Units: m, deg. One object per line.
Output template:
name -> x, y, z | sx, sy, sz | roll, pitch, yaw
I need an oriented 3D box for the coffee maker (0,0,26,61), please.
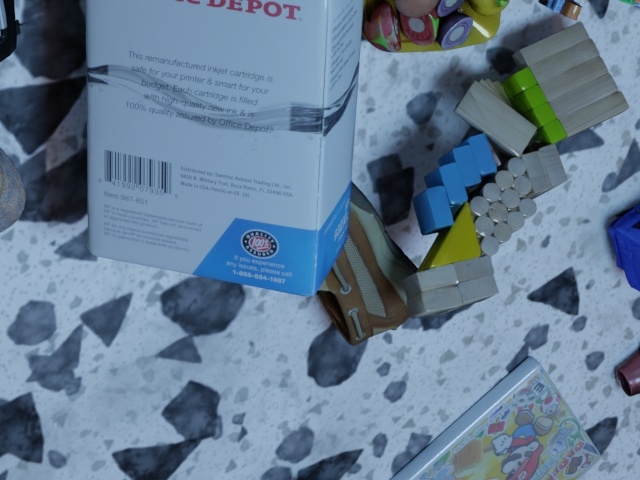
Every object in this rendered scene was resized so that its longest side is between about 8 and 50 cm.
coffee maker -> -0.313, -0.240, 1.547 | 0.120, 0.171, 0.178 | 2, 110, -2

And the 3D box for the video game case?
video game case -> 0.214, 0.275, 2.230 | 0.227, 0.026, 0.206 | -41, 130, -6

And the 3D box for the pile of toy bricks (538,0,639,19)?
pile of toy bricks -> 0.309, -0.274, 1.923 | 0.212, 0.105, 0.118 | 8, 111, -35

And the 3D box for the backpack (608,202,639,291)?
backpack -> 0.399, -0.008, 2.135 | 0.120, 0.101, 0.098 | -32, 130, -18

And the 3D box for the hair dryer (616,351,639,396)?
hair dryer -> 0.472, 0.091, 2.216 | 0.293, 0.080, 0.224 | -43, 146, 24

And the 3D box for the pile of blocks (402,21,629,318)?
pile of blocks -> 0.169, -0.069, 1.924 | 0.149, 0.112, 0.362 | 40, 68, -7

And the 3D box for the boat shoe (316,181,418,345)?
boat shoe -> 0.000, 0.000, 1.879 | 0.120, 0.122, 0.324 | -41, 129, -2

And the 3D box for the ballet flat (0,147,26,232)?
ballet flat -> -0.362, -0.079, 1.613 | 0.107, 0.106, 0.316 | -47, 131, 3

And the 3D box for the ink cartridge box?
ink cartridge box -> -0.086, -0.127, 1.674 | 0.129, 0.223, 0.307 | -55, 153, -58

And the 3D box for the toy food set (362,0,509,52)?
toy food set -> 0.107, -0.235, 1.841 | 0.218, 0.071, 0.128 | -7, 119, -29
